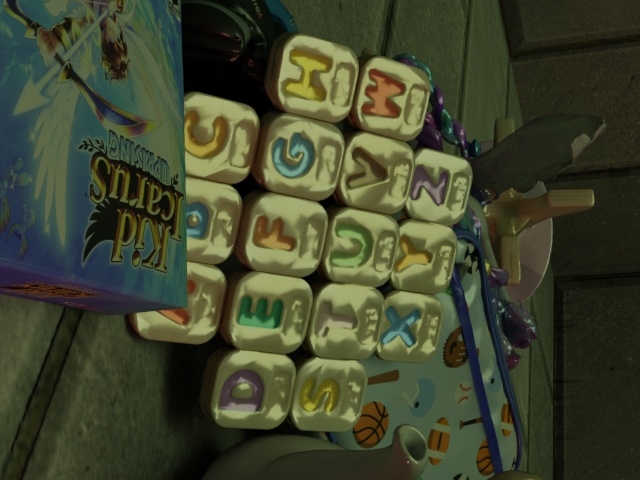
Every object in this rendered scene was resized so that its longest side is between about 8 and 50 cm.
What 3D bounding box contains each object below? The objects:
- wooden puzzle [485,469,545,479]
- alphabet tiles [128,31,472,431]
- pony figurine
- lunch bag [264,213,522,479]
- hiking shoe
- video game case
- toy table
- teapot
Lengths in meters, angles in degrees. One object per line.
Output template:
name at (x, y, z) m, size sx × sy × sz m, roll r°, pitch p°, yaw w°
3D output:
wooden puzzle at (0.087, 0.358, 0.712) m, size 0.348 × 0.080 × 0.322 m, roll -57°, pitch 150°, yaw -25°
alphabet tiles at (0.000, 0.000, 0.827) m, size 0.278 × 0.021 × 0.284 m, roll 11°, pitch 92°, yaw -36°
pony figurine at (0.141, -0.027, 1.285) m, size 0.351 × 0.303 × 0.363 m, roll -136°, pitch -152°, yaw -65°
lunch bag at (0.069, 0.132, 1.002) m, size 0.243 × 0.115 × 0.303 m, roll -31°, pitch 120°, yaw -32°
hiking shoe at (-0.034, -0.114, 0.912) m, size 0.304 × 0.113 × 0.132 m, roll 62°, pitch 29°, yaw -52°
video game case at (-0.151, -0.093, 0.618) m, size 0.269 × 0.061 × 0.244 m, roll 27°, pitch 61°, yaw -70°
toy table at (0.281, -0.039, 1.742) m, size 0.161 × 0.252 × 0.274 m, roll 81°, pitch -4°, yaw -77°
teapot at (0.015, 0.265, 0.808) m, size 0.256 × 0.187 × 0.252 m, roll 46°, pitch 48°, yaw -69°
